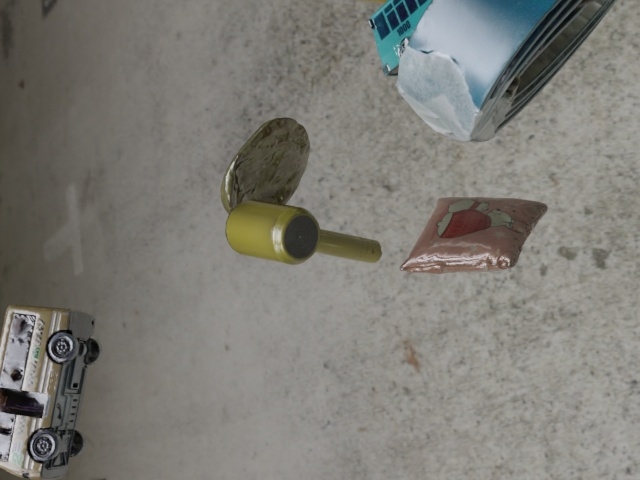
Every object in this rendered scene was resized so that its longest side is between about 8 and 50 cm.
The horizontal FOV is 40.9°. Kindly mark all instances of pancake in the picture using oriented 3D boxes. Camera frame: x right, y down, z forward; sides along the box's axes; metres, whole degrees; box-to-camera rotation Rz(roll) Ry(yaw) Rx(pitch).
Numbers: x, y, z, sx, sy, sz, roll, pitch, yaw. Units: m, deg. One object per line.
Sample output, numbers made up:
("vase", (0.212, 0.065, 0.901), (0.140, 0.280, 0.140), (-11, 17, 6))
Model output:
("pancake", (-0.108, -0.140, 1.674), (0.050, 0.242, 0.242), (32, 121, 24))

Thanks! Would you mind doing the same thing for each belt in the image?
("belt", (0.297, -0.329, 1.219), (0.173, 0.436, 0.300), (44, 170, 17))

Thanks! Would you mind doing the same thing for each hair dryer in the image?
("hair dryer", (0.000, 0.000, 1.364), (0.135, 0.279, 0.090), (8, 88, 49))

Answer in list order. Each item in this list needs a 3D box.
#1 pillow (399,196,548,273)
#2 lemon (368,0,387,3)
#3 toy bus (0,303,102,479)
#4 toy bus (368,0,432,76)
("pillow", (0.285, -0.012, 1.592), (0.223, 0.236, 0.084), (3, 124, 31))
("lemon", (0.097, -0.589, 1.613), (0.293, 0.293, 0.293), (9, 101, 52))
("toy bus", (-0.485, 0.257, 1.476), (0.139, 0.157, 0.289), (57, -140, -78))
("toy bus", (0.204, -0.395, 1.487), (0.256, 0.128, 0.147), (-30, 77, 53))
